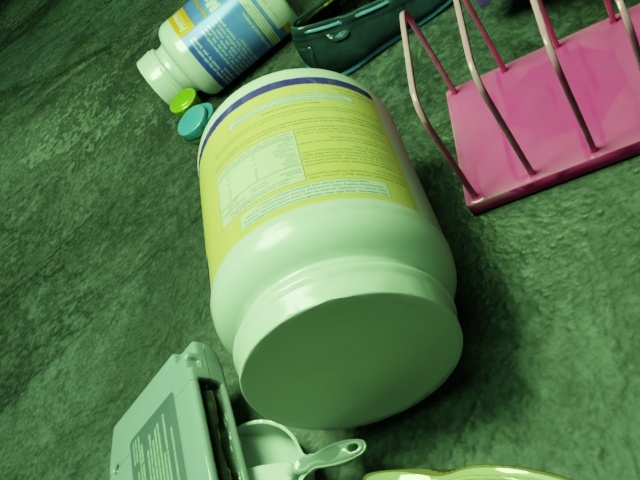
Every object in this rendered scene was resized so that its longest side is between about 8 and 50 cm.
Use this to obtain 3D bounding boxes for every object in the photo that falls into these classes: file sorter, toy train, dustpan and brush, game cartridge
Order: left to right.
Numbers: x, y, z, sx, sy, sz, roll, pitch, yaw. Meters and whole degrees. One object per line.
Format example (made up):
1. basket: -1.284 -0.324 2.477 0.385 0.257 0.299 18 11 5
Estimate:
1. game cartridge: -0.153 0.276 0.737 0.198 0.062 0.297 -53 37 25
2. toy train: -0.179 -0.182 1.099 0.105 0.143 0.248 -41 42 4
3. dustpan and brush: -0.034 0.236 0.708 0.211 0.060 0.147 -21 47 25
4. file sorter: 0.249 -0.201 0.745 0.291 0.182 0.202 -21 47 24

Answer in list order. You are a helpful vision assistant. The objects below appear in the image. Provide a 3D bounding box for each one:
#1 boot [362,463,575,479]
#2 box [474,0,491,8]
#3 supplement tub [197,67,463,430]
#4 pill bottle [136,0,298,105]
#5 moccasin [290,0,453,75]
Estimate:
1. boot: 0.116 0.267 0.554 0.213 0.077 0.165 -16 48 35
2. box: 0.305 -0.411 0.827 0.201 0.057 0.293 -44 6 -18
3. supplement tub: 0.000 0.000 0.737 0.241 0.241 0.331 -30 43 16
4. pill bottle: -0.185 -0.357 1.238 0.272 0.152 0.152 -38 42 6
5. moccasin: 0.107 -0.378 1.048 0.342 0.117 0.137 -41 42 4
